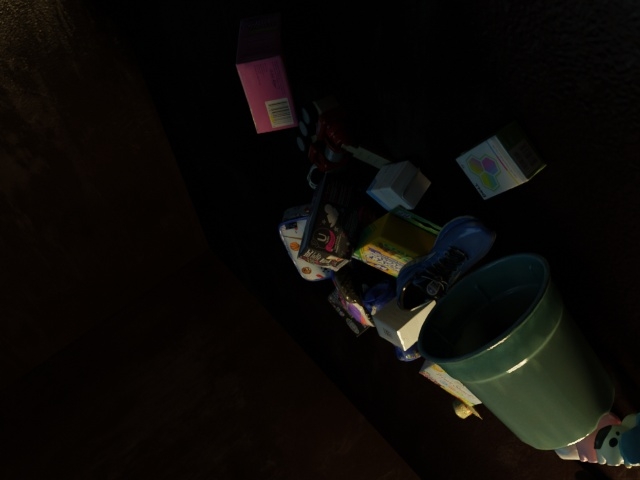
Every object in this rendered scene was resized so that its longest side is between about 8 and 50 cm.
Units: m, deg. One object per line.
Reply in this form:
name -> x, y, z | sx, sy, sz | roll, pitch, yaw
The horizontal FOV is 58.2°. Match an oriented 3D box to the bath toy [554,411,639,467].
bath toy -> 0.683, 0.463, 1.374 | 0.348, 0.151, 0.129 | 113, 157, -71

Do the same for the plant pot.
plant pot -> 0.455, 0.263, 1.298 | 0.334, 0.341, 0.341 | 50, 161, -11

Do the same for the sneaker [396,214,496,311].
sneaker -> 0.302, 0.073, 1.407 | 0.129, 0.147, 0.330 | 34, 128, -7

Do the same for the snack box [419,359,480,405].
snack box -> 0.449, 0.451, 1.888 | 0.207, 0.070, 0.174 | 32, 157, 4

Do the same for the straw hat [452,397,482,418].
straw hat -> 0.498, 0.584, 2.016 | 0.144, 0.061, 0.144 | 51, -177, -4

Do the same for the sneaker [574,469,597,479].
sneaker -> 0.810, 0.734, 1.641 | 0.170, 0.051, 0.089 | 19, 136, 53

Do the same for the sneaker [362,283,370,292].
sneaker -> 0.192, 0.221, 2.182 | 0.152, 0.061, 0.054 | 29, 147, 47

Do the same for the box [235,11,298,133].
box -> -0.138, -0.453, 1.552 | 0.214, 0.117, 0.243 | 75, -173, -45

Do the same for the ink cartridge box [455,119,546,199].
ink cartridge box -> 0.352, -0.154, 1.186 | 0.109, 0.062, 0.209 | 54, 161, -2

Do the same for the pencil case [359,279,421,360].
pencil case -> 0.262, 0.287, 2.031 | 0.119, 0.133, 0.306 | -20, 108, 41

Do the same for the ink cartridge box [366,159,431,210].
ink cartridge box -> 0.204, -0.138, 1.475 | 0.090, 0.092, 0.143 | 39, 166, -20

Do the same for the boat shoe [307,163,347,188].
boat shoe -> 0.002, -0.206, 1.857 | 0.096, 0.088, 0.267 | 56, 160, -7

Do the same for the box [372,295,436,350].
box -> 0.279, 0.251, 1.866 | 0.130, 0.170, 0.091 | 26, 145, 53

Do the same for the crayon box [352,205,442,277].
crayon box -> 0.226, 0.020, 1.604 | 0.203, 0.083, 0.323 | 25, 162, -9

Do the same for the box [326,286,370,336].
box -> 0.135, 0.280, 2.408 | 0.216, 0.060, 0.270 | 51, 160, 9

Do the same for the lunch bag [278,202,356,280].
lunch bag -> 0.000, 0.000, 2.048 | 0.243, 0.115, 0.303 | -9, 126, 22

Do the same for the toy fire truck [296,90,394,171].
toy fire truck -> 0.064, -0.258, 1.587 | 0.246, 0.158, 0.217 | 59, 162, 16

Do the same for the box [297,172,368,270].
box -> 0.032, -0.054, 1.748 | 0.142, 0.247, 0.163 | 18, 162, -9

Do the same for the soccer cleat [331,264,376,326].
soccer cleat -> 0.109, 0.202, 2.082 | 0.116, 0.109, 0.318 | -3, 138, 42
